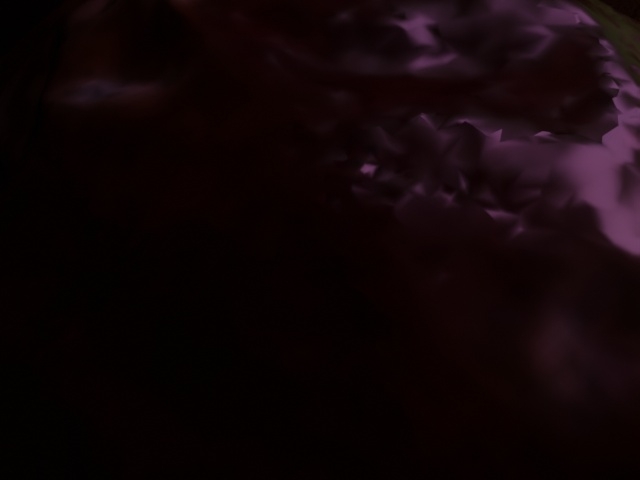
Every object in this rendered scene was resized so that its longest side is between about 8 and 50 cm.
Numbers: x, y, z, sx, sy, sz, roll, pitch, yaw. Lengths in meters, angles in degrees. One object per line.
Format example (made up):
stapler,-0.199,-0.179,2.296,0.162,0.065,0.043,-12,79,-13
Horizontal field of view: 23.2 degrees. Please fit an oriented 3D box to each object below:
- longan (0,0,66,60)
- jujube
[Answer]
longan,-0.111,-0.168,0.869,0.336,0.404,0.404,23,6,-1
jujube,0.005,0.039,0.488,0.276,0.276,0.377,28,-5,-19
